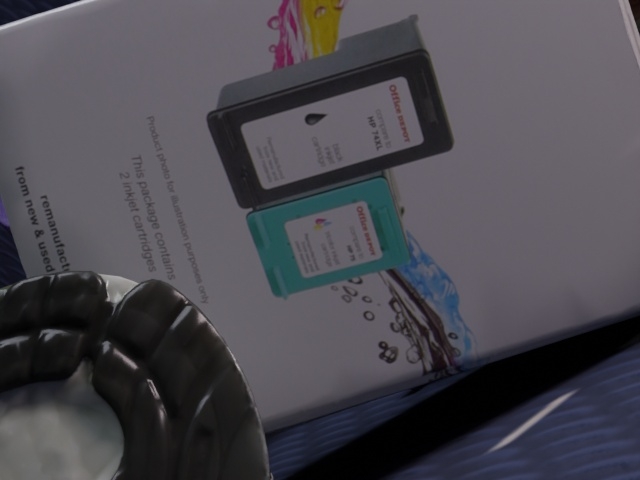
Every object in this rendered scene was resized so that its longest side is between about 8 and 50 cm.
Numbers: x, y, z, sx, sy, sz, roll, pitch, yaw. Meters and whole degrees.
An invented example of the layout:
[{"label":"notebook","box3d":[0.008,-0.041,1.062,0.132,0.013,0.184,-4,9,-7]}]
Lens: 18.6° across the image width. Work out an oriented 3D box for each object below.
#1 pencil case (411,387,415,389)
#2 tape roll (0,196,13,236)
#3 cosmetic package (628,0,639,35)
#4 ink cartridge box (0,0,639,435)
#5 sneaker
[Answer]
[{"label":"pencil case","box3d":[0.108,0.000,1.074,0.088,0.086,0.206,17,36,37]},{"label":"tape roll","box3d":[-0.114,-0.076,1.489,0.275,0.090,0.275,-33,22,15]},{"label":"cosmetic package","box3d":[0.228,-0.202,1.308,0.153,0.129,0.296,-54,10,-8]},{"label":"ink cartridge box","box3d":[0.009,-0.033,0.887,0.270,0.197,0.198,-17,1,2]},{"label":"sneaker","box3d":[-0.186,0.159,0.744,0.410,0.158,0.182,-22,-23,10]}]
